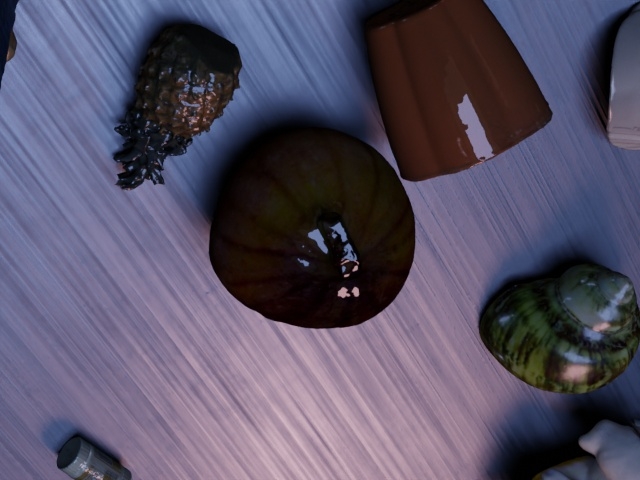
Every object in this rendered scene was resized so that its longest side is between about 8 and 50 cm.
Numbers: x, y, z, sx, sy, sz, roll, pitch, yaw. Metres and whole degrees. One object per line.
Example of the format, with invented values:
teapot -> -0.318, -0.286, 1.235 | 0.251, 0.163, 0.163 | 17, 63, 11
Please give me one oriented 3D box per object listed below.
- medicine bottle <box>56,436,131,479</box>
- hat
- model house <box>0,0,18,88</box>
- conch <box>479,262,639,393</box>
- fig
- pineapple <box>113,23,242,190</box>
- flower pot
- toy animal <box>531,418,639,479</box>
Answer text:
medicine bottle -> -0.271, 0.275, 1.703 | 0.047, 0.047, 0.083 | -46, 120, 7
hat -> 0.454, -0.186, 1.667 | 0.226, 0.164, 0.219 | -19, 120, -33
model house -> -0.456, -0.205, 1.260 | 0.382, 0.334, 0.342 | -37, 119, 13
conch -> 0.311, 0.106, 1.767 | 0.187, 0.124, 0.181 | 20, 104, -17
fig -> -0.006, -0.004, 1.573 | 0.235, 0.214, 0.235 | -20, 144, -15
pineapple -> -0.162, -0.134, 1.521 | 0.108, 0.108, 0.197 | 19, 120, -25
flower pot -> 0.137, -0.180, 1.543 | 0.191, 0.190, 0.173 | -27, 108, -4
toy animal -> 0.375, 0.389, 1.880 | 0.247, 0.183, 0.310 | 36, 99, 5
